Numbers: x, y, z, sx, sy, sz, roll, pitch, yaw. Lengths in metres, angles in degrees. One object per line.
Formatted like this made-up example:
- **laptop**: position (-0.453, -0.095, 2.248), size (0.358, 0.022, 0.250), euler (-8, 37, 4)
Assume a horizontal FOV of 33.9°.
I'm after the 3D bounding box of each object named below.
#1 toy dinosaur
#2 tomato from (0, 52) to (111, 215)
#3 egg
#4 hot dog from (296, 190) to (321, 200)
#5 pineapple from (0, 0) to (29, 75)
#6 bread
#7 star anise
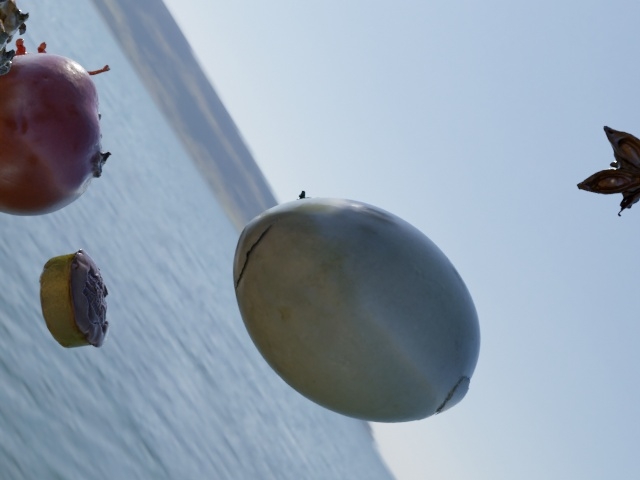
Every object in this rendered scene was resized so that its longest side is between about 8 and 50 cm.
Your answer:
- **toy dinosaur**: position (-0.568, -0.363, 2.120), size (0.101, 0.279, 0.055), euler (115, -22, -71)
- **tomato**: position (-0.561, -0.197, 1.965), size (0.322, 0.321, 0.321), euler (57, -3, 5)
- **egg**: position (0.032, 0.063, 0.967), size (0.253, 0.187, 0.186), euler (37, -5, 3)
- **hot dog**: position (0.000, 0.000, 1.910), size (0.055, 0.072, 0.188), euler (-73, 145, -65)
- **pineapple**: position (-0.417, -0.281, 1.285), size (0.209, 0.286, 0.344), euler (40, 19, -51)
- **bread**: position (-0.384, 0.092, 1.633), size (0.125, 0.086, 0.156), euler (40, 41, -77)
- **star anise**: position (0.483, -0.119, 1.557), size (0.053, 0.212, 0.157), euler (66, 14, -76)
